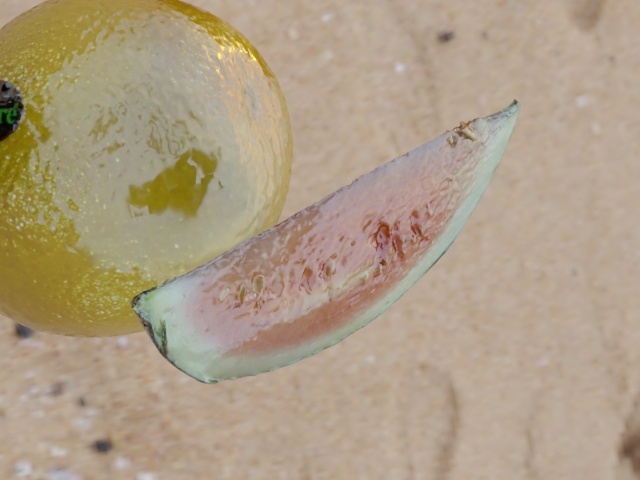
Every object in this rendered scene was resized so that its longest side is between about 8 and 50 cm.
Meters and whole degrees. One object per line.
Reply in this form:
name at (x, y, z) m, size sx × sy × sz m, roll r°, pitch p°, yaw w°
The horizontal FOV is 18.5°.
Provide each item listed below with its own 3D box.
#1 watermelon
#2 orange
watermelon at (0.004, 0.004, 1.015) m, size 0.245 × 0.119 × 0.063 m, roll -26°, pitch 69°, yaw -25°
orange at (-0.132, -0.047, 1.227) m, size 0.236 × 0.236 × 0.236 m, roll 11°, pitch 72°, yaw -37°
